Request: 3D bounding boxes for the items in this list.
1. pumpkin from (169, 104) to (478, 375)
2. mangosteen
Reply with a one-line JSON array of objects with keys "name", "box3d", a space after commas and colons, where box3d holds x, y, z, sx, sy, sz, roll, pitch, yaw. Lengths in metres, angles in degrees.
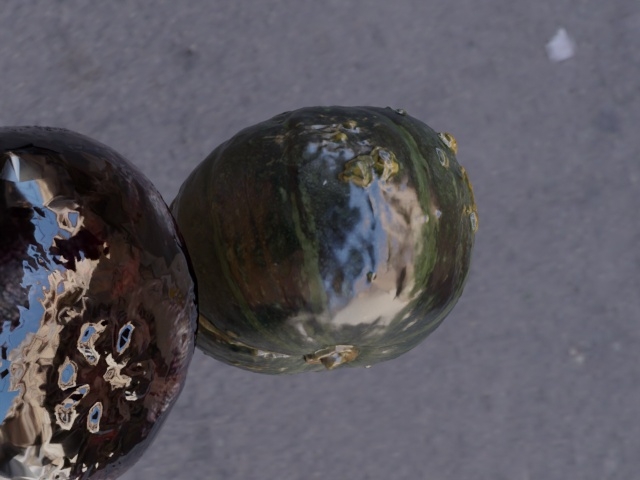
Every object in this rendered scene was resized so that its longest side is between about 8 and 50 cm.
[{"name": "pumpkin", "box3d": [-0.001, 0.001, 0.986, 0.190, 0.190, 0.146, -1, 84, -36]}, {"name": "mangosteen", "box3d": [-0.123, 0.025, 0.648, 0.152, 0.152, 0.152, 8, 75, -34]}]
